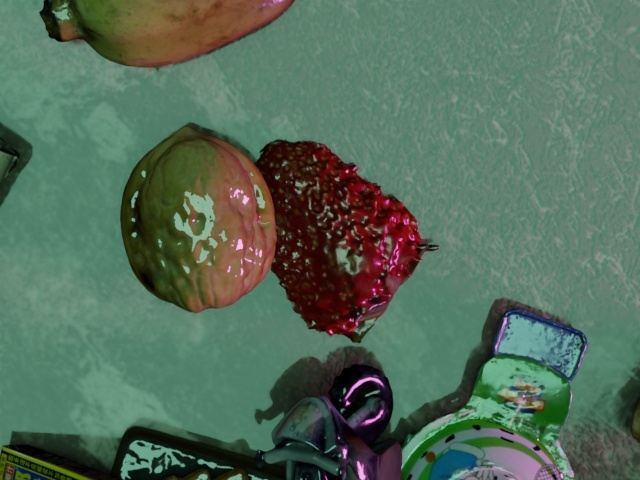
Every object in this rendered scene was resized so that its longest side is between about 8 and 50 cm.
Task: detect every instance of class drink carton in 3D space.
[{"bbox_3d":[-0.256,0.263,1.755,0.166,0.056,0.071,14,92,29],"label":"drink carton"}]

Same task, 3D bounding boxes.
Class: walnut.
[{"bbox_3d":[-0.123,-0.022,1.720,0.155,0.155,0.184,-10,99,-1],"label":"walnut"}]

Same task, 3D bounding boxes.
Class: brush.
[{"bbox_3d":[-0.127,0.277,1.797,0.197,0.059,0.123,17,94,-3],"label":"brush"}]

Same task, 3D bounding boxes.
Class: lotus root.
[{"bbox_3d":[-0.137,-0.260,1.695,0.284,0.146,0.160,-18,125,-2],"label":"lotus root"}]

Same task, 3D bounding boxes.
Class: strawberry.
[{"bbox_3d":[0.001,0.002,1.763,0.208,0.087,0.167,34,95,-4],"label":"strawberry"}]

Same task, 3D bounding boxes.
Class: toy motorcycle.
[{"bbox_3d":[0.011,0.259,1.736,0.106,0.159,0.270,6,91,37],"label":"toy motorcycle"}]

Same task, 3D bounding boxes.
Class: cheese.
[{"bbox_3d":[0.180,0.231,1.793,0.204,0.083,0.320,19,96,-4],"label":"cheese"}]

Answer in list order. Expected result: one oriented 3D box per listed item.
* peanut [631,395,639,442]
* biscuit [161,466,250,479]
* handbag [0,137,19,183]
[{"bbox_3d":[0.386,0.160,1.799,0.152,0.076,0.076,-39,96,0],"label":"peanut"},{"bbox_3d":[-0.128,0.281,1.758,0.130,0.019,0.119,12,97,-3],"label":"biscuit"},{"bbox_3d":[-0.482,0.014,1.691,0.237,0.160,0.358,27,95,-38],"label":"handbag"}]
